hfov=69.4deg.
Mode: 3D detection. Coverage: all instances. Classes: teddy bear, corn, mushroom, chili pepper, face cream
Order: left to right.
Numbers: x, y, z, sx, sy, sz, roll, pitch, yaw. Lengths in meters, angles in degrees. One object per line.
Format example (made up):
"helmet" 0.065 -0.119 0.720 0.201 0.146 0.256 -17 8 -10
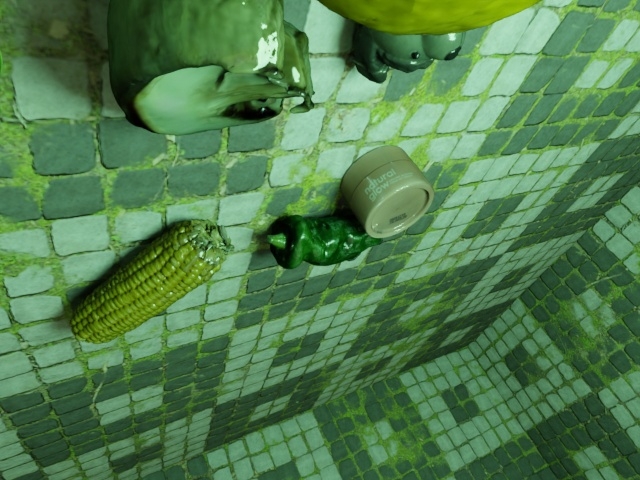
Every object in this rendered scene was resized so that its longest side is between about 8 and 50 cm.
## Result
"corn" -0.283 0.072 0.767 0.317 0.115 0.115 -36 149 11
"mushroom" -0.111 -0.204 0.454 0.189 0.164 0.267 -7 -173 7
"chili pepper" 0.000 0.000 0.916 0.270 0.099 0.136 -5 167 -45
"face cream" 0.125 -0.090 0.874 0.149 0.104 0.149 -21 148 -14
"teddy bear" 0.128 -0.296 0.539 0.171 0.144 0.251 -40 154 -11

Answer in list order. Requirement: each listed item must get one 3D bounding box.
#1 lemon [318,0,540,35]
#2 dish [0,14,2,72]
"lemon" 0.100 -0.315 0.224 0.363 0.364 0.364 -21 149 -14
"dish" -0.363 -0.166 0.371 0.207 0.080 0.149 -22 145 -11
